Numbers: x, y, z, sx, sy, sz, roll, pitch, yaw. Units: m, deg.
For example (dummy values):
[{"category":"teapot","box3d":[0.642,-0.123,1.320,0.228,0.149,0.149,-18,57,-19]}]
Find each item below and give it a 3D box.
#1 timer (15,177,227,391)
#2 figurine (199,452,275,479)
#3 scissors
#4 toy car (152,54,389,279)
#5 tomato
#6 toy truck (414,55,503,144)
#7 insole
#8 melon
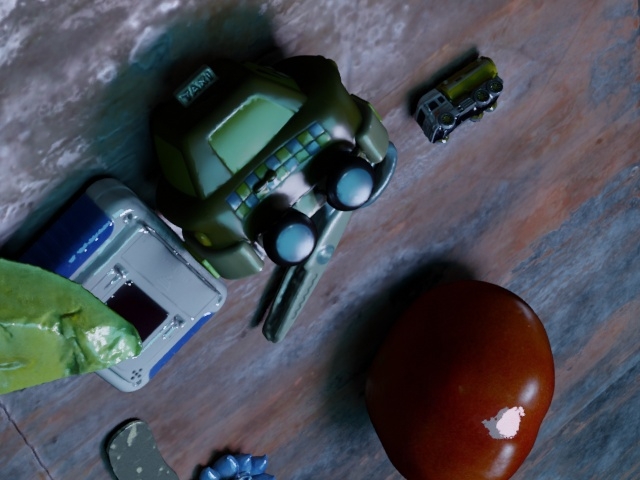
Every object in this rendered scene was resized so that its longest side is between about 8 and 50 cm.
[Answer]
[{"category":"timer","box3d":[-0.215,0.058,1.660,0.178,0.078,0.253,-47,144,-3]},{"category":"figurine","box3d":[-0.105,0.323,2.010,0.114,0.079,0.114,-1,98,-5]},{"category":"scissors","box3d":[0.000,0.000,1.862,0.138,0.041,0.289,4,118,-57]},{"category":"toy car","box3d":[-0.073,-0.103,1.601,0.248,0.204,0.198,-42,121,-7]},{"category":"tomato","box3d":[0.184,0.197,2.072,0.226,0.298,0.298,25,106,-12]},{"category":"toy truck","box3d":[0.171,-0.173,1.871,0.123,0.063,0.052,-34,163,-18]},{"category":"insole","box3d":[-0.220,0.305,1.932,0.081,0.011,0.248,-36,143,-19]},{"category":"melon","box3d":[-0.344,0.101,1.494,0.323,0.124,0.196,-7,129,-28]}]
